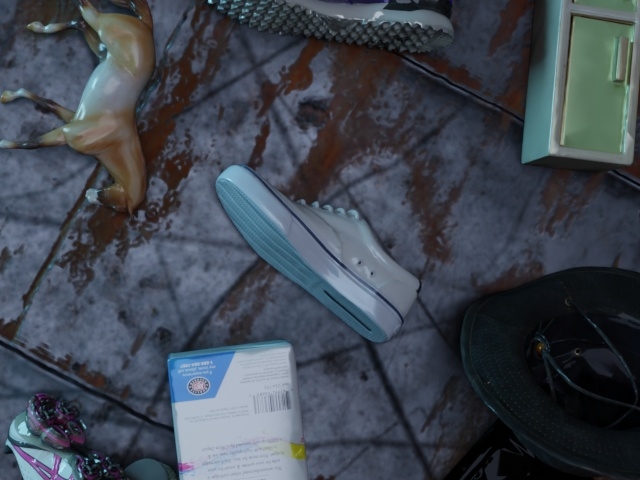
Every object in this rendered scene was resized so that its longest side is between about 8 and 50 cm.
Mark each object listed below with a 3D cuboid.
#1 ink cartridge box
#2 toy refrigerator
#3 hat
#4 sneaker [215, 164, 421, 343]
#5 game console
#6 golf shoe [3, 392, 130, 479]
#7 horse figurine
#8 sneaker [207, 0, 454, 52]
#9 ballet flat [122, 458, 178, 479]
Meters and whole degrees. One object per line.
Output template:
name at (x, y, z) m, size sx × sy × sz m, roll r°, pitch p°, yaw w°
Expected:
ink cartridge box at (-0.085, 0.229, 1.047) m, size 0.134 × 0.078 × 0.231 m, roll -6°, pitch 89°, yaw -9°
toy refrigerator at (0.303, -0.219, 1.123) m, size 0.102 × 0.094 × 0.269 m, roll 7°, pitch 86°, yaw -9°
hat at (0.306, 0.173, 1.071) m, size 0.331 × 0.331 × 0.134 m, roll -1°, pitch 127°, yaw -10°
sneaker at (0.000, 0.000, 1.076) m, size 0.258 × 0.094 × 0.091 m, roll 43°, pitch 64°, yaw -10°
game console at (0.174, 0.386, 1.105) m, size 0.213 × 0.044 × 0.361 m, roll 45°, pitch 81°, yaw -4°
golf shoe at (-0.253, 0.247, 1.003) m, size 0.186 × 0.067 × 0.086 m, roll 45°, pitch 107°, yaw 26°
horse figurine at (-0.241, -0.171, 1.043) m, size 0.174 × 0.066 × 0.263 m, roll 17°, pitch 88°, yaw -3°
sneaker at (0.009, -0.303, 1.080) m, size 0.293 × 0.102 × 0.146 m, roll 8°, pitch 82°, yaw -14°
ballet flat at (-0.253, 0.319, 1.028) m, size 0.250 × 0.058 × 0.084 m, roll -38°, pitch 62°, yaw -7°
